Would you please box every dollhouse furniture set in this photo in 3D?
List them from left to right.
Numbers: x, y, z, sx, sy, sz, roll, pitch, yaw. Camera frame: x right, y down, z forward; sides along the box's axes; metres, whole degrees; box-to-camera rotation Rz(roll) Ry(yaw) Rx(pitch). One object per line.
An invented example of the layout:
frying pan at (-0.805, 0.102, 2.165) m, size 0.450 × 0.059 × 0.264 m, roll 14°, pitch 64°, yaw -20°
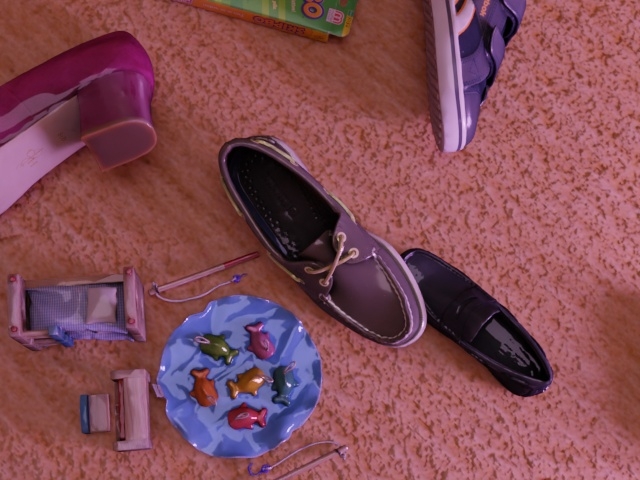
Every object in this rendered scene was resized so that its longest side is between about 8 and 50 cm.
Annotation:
dollhouse furniture set at (-0.250, 0.131, 1.014) m, size 0.129 × 0.129 × 0.183 m, roll -4°, pitch 77°, yaw -6°

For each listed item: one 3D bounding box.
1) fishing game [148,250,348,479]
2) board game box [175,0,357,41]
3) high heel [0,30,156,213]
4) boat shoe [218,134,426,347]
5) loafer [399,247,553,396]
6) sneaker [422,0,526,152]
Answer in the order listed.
fishing game at (-0.091, 0.148, 1.073) m, size 0.189 × 0.041 × 0.264 m, roll -19°, pitch 79°, yaw -12°
board game box at (-0.078, -0.333, 1.190) m, size 0.259 × 0.039 × 0.124 m, roll 15°, pitch 76°, yaw 1°
high heel at (-0.370, -0.127, 1.100) m, size 0.377 × 0.127 × 0.181 m, roll -13°, pitch 50°, yaw -4°
boat shoe at (-0.003, 0.003, 1.073) m, size 0.109 × 0.091 × 0.305 m, roll -43°, pitch 81°, yaw 12°
loafer at (0.176, 0.088, 1.091) m, size 0.223 × 0.078 × 0.076 m, roll 43°, pitch 77°, yaw 5°
sneaker at (0.186, -0.263, 1.152) m, size 0.127 × 0.126 × 0.321 m, roll -2°, pitch 75°, yaw 0°
